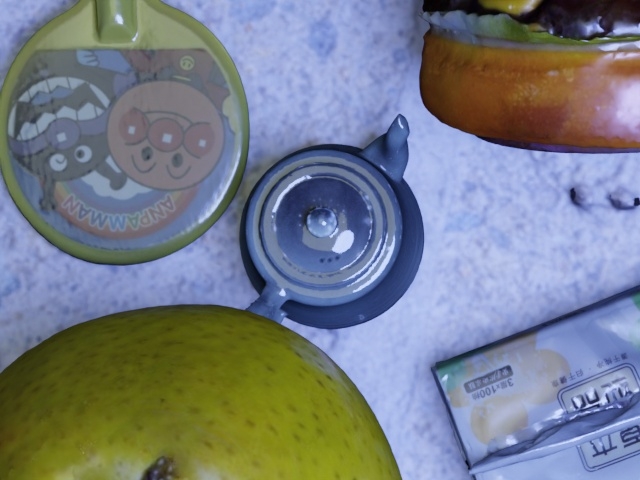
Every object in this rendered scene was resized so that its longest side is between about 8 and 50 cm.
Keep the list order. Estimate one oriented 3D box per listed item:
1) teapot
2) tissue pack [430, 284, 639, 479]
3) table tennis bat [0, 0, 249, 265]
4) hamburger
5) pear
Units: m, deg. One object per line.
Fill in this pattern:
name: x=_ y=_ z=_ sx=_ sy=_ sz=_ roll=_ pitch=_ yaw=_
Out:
teapot: x=0.000 y=0.000 z=1.266 sx=0.162 sy=0.149 sz=0.239 roll=38 pitch=89 yaw=4
tissue pack: x=0.222 y=0.135 z=1.242 sx=0.229 sy=0.145 sz=0.159 roll=-21 pitch=84 yaw=2
table tennis bat: x=-0.175 y=-0.162 z=1.338 sx=0.224 sy=0.054 sz=0.369 roll=-1 pitch=90 yaw=3
hamburger: x=0.228 y=-0.209 z=1.158 sx=0.330 sy=0.330 sz=0.250 roll=-3 pitch=105 yaw=3
pear: x=-0.108 y=0.227 z=1.126 sx=0.362 sy=0.418 sz=0.362 roll=-2 pitch=78 yaw=9
